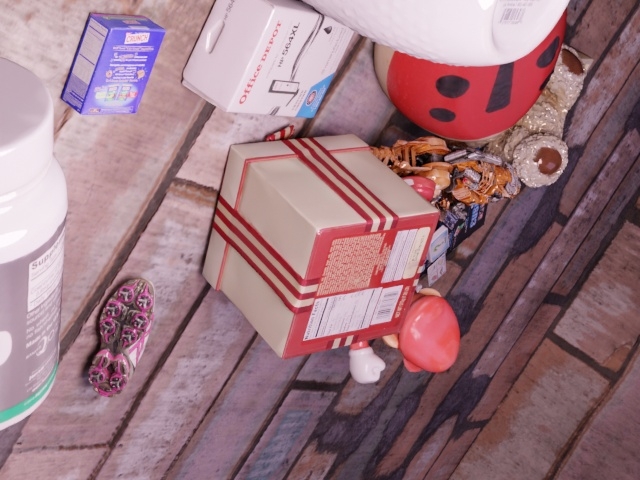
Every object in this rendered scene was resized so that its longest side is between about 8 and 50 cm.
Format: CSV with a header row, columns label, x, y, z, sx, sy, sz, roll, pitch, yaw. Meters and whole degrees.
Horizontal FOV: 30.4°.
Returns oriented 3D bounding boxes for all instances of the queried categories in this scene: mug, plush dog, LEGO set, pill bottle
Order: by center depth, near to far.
label,x,y,z,sx,sy,sz,roll,pitch,yaw
pill bottle,-0.356,0.008,1.162,0.204,0.204,0.361,-32,146,-40
mug,0.152,-0.351,1.410,0.374,0.328,0.276,6,117,-55
plush dog,0.314,-0.220,2.055,0.210,0.225,0.262,129,-23,-77
LEGO set,0.193,0.099,2.260,0.182,0.060,0.244,-41,153,-15

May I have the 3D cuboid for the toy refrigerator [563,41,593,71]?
label,x,y,z,sx,sy,sz,roll,pitch,yaw
toy refrigerator,0.419,-0.319,2.243,0.269,0.094,0.102,-11,132,-55

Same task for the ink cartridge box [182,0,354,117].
label,x,y,z,sx,sy,sz,roll,pitch,yaw
ink cartridge box,-0.062,-0.240,1.504,0.203,0.086,0.148,-8,129,-59

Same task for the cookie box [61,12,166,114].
label,x,y,z,sx,sy,sz,roll,pitch,yaw
cookie box,-0.231,-0.197,1.316,0.092,0.040,0.107,-11,132,-56

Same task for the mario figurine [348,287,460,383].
label,x,y,z,sx,sy,sz,roll,pitch,yaw
mario figurine,0.091,0.118,1.947,0.198,0.320,0.170,-59,154,11

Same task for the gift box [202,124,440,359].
label,x,y,z,sx,sy,sz,roll,pitch,yaw
gift box,0.000,0.000,1.706,0.276,0.258,0.255,-5,126,-40

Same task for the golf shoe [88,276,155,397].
label,x,y,z,sx,sy,sz,roll,pitch,yaw
golf shoe,-0.272,0.123,1.638,0.086,0.067,0.186,-65,178,-66

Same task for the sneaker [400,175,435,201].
label,x,y,z,sx,sy,sz,roll,pitch,yaw
sneaker,0.107,0.000,1.826,0.087,0.128,0.221,12,145,-32

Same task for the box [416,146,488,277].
label,x,y,z,sx,sy,sz,roll,pitch,yaw
box,0.217,-0.066,2.235,0.293,0.073,0.295,-40,152,-30

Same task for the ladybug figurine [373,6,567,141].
label,x,y,z,sx,sy,sz,roll,pitch,yaw
ladybug figurine,0.238,-0.289,1.771,0.305,0.162,0.449,-21,155,-4

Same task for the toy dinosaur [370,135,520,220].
label,x,y,z,sx,sy,sz,roll,pitch,yaw
toy dinosaur,0.166,-0.113,1.907,0.218,0.322,0.164,-33,-148,51
